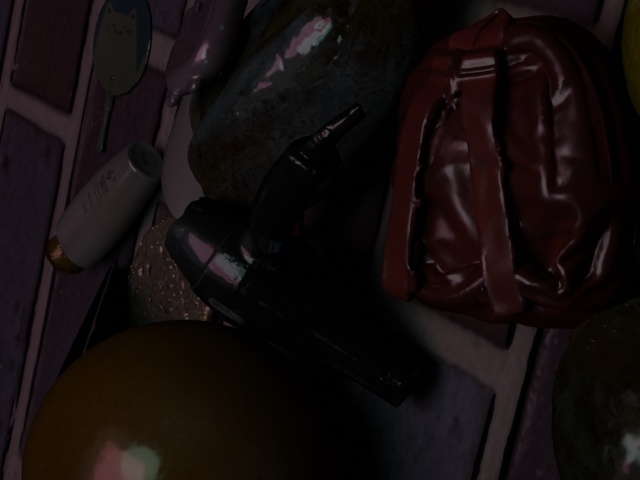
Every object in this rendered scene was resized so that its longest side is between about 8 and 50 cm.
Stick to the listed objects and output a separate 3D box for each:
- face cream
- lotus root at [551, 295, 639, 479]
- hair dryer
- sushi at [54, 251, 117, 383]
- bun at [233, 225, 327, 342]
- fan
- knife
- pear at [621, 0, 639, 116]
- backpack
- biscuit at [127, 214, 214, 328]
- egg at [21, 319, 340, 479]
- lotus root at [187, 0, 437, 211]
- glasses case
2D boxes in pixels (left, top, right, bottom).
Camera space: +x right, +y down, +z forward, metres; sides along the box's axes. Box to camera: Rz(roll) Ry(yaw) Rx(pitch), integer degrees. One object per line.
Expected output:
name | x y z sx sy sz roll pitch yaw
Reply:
face cream | -0.217 -0.031 1.691 0.182 0.051 0.072 -45 55 40
lotus root | 0.228 0.156 1.004 0.160 0.152 0.275 -61 42 43
hair dryer | 0.000 0.000 1.255 0.235 0.091 0.272 35 146 11
sushi | -0.236 0.176 1.633 0.290 0.050 0.264 -81 11 -69
bun | -0.036 0.032 1.432 0.115 0.069 0.115 -8 80 54
fan | -0.210 -0.174 1.731 0.113 0.005 0.175 26 107 50
knife | -0.060 -0.294 1.405 0.132 0.038 0.399 -26 45 58
pear | 0.266 -0.123 0.955 0.198 0.198 0.198 -6 83 53
backpack | 0.130 -0.051 1.156 0.229 0.139 0.229 4 95 56
biscuit | -0.142 0.049 1.612 0.152 0.020 0.152 -8 81 54
egg | -0.119 0.192 1.382 0.322 0.250 0.250 156 112 -66
lotus root | 0.010 -0.139 1.334 0.322 0.140 0.158 -45 29 39
glasses case | -0.083 -0.117 1.513 0.092 0.059 0.233 51 127 44
